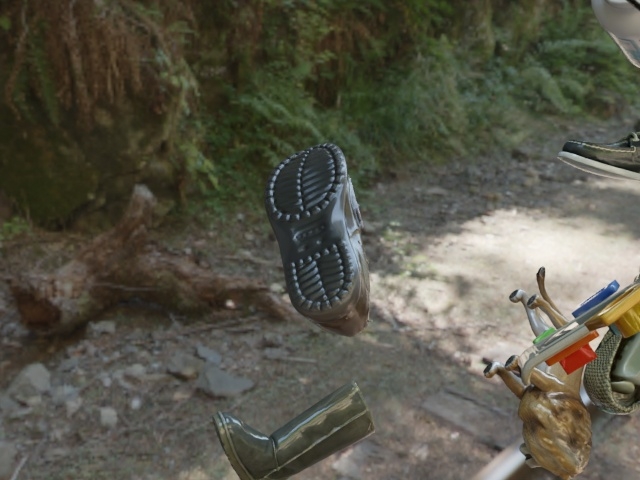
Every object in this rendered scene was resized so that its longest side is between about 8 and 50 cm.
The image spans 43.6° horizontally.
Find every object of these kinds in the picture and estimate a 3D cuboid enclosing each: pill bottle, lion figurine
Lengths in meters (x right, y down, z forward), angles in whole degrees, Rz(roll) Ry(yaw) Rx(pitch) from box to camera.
[{"bbox_3d":[0.529,-0.378,1.293,0.146,0.146,0.264,21,5,34],"label":"pill bottle"},{"bbox_3d":[0.458,0.250,1.561,0.240,0.142,0.392,38,55,-6],"label":"lion figurine"}]

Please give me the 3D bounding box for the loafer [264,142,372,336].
[{"bbox_3d":[0.000,0.000,1.193,0.133,0.130,0.366,-16,45,12],"label":"loafer"}]

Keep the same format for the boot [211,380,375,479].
[{"bbox_3d":[-0.033,0.265,1.140,0.208,0.190,0.076,-27,40,-6],"label":"boot"}]

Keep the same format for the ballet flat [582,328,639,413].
[{"bbox_3d":[0.664,0.121,1.501,0.164,0.483,0.182,30,2,0],"label":"ballet flat"}]

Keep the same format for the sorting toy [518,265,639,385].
[{"bbox_3d":[0.305,0.099,0.887,0.047,0.196,0.347,53,8,11],"label":"sorting toy"}]

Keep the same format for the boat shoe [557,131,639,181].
[{"bbox_3d":[0.553,-0.139,1.360,0.302,0.091,0.114,13,8,-11],"label":"boat shoe"}]

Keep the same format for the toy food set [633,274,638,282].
[{"bbox_3d":[0.461,0.068,1.064,0.083,0.082,0.020,-7,54,27],"label":"toy food set"}]

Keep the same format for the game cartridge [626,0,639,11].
[{"bbox_3d":[0.435,-0.351,1.098,0.083,0.056,0.017,40,-10,1],"label":"game cartridge"}]
